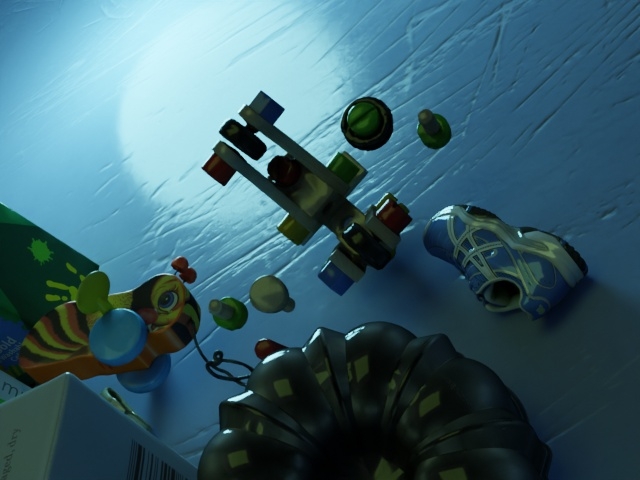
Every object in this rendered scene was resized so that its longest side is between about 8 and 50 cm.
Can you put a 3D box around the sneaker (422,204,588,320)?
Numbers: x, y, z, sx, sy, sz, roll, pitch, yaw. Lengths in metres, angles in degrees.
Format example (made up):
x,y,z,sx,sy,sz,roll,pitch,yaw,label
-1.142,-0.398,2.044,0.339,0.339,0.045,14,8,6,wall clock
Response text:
x,y,z,sx,sy,sz,roll,pitch,yaw,label
0.172,0.022,1.315,0.081,0.080,0.211,-52,34,-15,sneaker

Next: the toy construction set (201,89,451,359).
x,y,z,sx,sy,sz,roll,pitch,yaw,label
0.000,0.000,1.463,0.257,0.237,0.309,15,82,19,toy construction set

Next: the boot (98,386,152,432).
x,y,z,sx,sy,sz,roll,pitch,yaw,label
-0.267,0.277,1.516,0.165,0.077,0.213,-45,35,-3,boot

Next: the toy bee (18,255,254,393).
x,y,z,sx,sy,sz,roll,pitch,yaw,label
-0.210,0.104,1.560,0.298,0.195,0.162,9,58,1,toy bee

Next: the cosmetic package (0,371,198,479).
x,y,z,sx,sy,sz,roll,pitch,yaw,label
-0.292,0.394,1.200,0.393,0.329,0.327,-27,40,26,cosmetic package

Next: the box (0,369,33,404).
x,y,z,sx,sy,sz,roll,pitch,yaw,label
-0.492,0.236,1.527,0.126,0.262,0.231,-37,28,33,box

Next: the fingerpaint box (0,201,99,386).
x,y,z,sx,sy,sz,roll,pitch,yaw,label
-0.586,0.096,1.704,0.444,0.371,0.163,-30,39,31,fingerpaint box

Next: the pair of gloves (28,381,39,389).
x,y,z,sx,sy,sz,roll,pitch,yaw,label
-0.425,0.193,1.790,0.240,0.042,0.204,7,65,55,pair of gloves

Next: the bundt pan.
x,y,z,sx,sy,sz,roll,pitch,yaw,label
0.041,0.210,1.094,0.330,0.124,0.331,-4,60,7,bundt pan
